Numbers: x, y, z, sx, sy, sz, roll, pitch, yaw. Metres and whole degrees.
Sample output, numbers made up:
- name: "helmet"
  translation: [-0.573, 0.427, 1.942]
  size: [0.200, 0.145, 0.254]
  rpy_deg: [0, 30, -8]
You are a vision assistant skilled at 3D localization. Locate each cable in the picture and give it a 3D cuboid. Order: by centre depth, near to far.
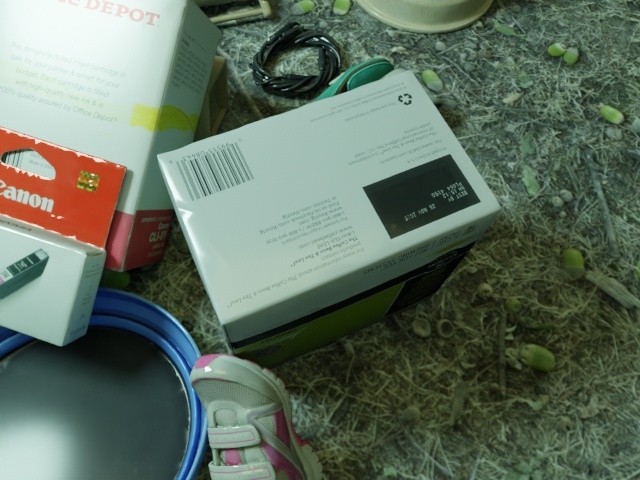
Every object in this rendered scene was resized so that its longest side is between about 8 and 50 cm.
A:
- name: "cable"
  translation: [-0.050, -0.342, 1.045]
  size: [0.150, 0.047, 0.184]
  rpy_deg: [40, 66, 9]

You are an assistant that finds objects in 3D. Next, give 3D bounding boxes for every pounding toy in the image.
- name: "pounding toy"
  translation: [-0.228, -0.232, 0.941]
  size: [0.100, 0.141, 0.130]
  rpy_deg: [12, 50, 2]

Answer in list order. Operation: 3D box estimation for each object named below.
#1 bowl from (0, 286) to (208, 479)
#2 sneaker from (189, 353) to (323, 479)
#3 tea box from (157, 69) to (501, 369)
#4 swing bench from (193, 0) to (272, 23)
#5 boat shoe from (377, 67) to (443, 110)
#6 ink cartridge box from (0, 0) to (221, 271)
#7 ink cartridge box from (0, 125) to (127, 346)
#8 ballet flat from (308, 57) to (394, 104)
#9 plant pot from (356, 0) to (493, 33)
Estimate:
- name: "bowl"
  translation: [-0.334, 0.240, 0.688]
  size: [0.391, 0.077, 0.391]
  rpy_deg: [1, 52, -2]
- name: "sneaker"
  translation: [-0.082, 0.248, 0.647]
  size: [0.103, 0.252, 0.111]
  rpy_deg: [-18, 21, 29]
- name: "tea box"
  translation: [0.000, 0.000, 0.724]
  size: [0.329, 0.323, 0.220]
  rpy_deg: [-21, 68, -14]
- name: "swing bench"
  translation: [-0.253, -0.562, 1.073]
  size: [0.253, 0.165, 0.254]
  rpy_deg: [-15, 61, -10]
- name: "boat shoe"
  translation: [0.087, -0.180, 0.934]
  size: [0.103, 0.118, 0.320]
  rpy_deg: [37, 61, 18]
- name: "ink cartridge box"
  translation: [-0.338, -0.181, 0.791]
  size: [0.279, 0.160, 0.384]
  rpy_deg: [17, 96, 6]
- name: "ink cartridge box"
  translation: [-0.413, -0.021, 0.701]
  size: [0.275, 0.060, 0.238]
  rpy_deg: [18, 98, 5]
- name: "ballet flat"
  translation: [0.032, -0.258, 0.986]
  size: [0.087, 0.083, 0.247]
  rpy_deg: [24, 62, 41]
- name: "plant pot"
  translation: [0.228, -0.643, 1.056]
  size: [0.334, 0.305, 0.333]
  rpy_deg: [1, 64, -3]
